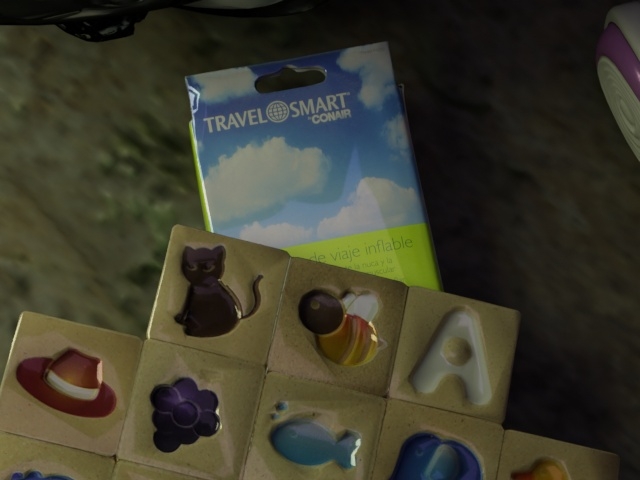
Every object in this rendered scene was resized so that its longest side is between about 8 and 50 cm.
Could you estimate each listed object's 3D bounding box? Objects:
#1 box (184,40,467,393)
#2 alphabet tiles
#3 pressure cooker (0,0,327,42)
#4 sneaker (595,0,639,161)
[{"bbox_3d":[0.000,0.000,0.854,0.109,0.042,0.178,-10,78,-4],"label":"box"},{"bbox_3d":[-0.021,0.171,0.767,0.285,0.011,0.342,13,71,-4],"label":"alphabet tiles"},{"bbox_3d":[-0.091,-0.286,0.752,0.375,0.370,0.420,26,79,-12],"label":"pressure cooker"},{"bbox_3d":[0.263,-0.011,0.824,0.152,0.114,0.305,-29,80,-6],"label":"sneaker"}]
